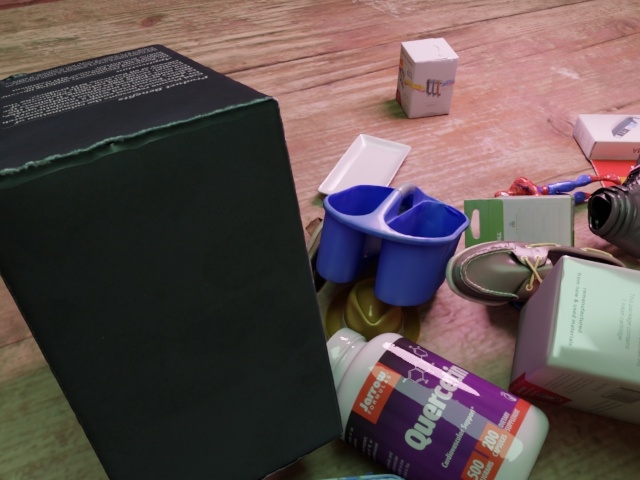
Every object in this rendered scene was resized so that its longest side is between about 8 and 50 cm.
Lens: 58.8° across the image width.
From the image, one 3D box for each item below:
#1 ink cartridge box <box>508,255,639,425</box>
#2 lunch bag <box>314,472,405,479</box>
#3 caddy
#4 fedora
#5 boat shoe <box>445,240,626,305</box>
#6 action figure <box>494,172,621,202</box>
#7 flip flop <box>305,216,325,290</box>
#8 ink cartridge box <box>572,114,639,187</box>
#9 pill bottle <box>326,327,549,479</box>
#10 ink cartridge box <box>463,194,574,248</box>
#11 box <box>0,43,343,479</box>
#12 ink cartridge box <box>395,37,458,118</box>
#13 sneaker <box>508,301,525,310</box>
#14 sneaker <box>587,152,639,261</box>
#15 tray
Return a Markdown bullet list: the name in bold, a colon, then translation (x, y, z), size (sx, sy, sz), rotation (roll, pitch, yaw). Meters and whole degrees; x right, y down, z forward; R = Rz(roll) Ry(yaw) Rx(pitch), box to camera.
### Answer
- **ink cartridge box**: translation (0.502, 0.177, 0.822), size (0.385, 0.279, 0.160), rotation (12, 69, 12)
- **lunch bag**: translation (0.028, 0.402, 0.740), size (0.219, 0.090, 0.176), rotation (-5, 44, -5)
- **caddy**: translation (0.138, -0.022, 1.056), size (0.241, 0.179, 0.341), rotation (19, 20, 20)
- **fedora**: translation (0.097, 0.130, 1.038), size (0.194, 0.079, 0.194), rotation (0, 44, 0)
- **boat shoe**: translation (0.381, 0.056, 0.998), size (0.324, 0.097, 0.116), rotation (3, 82, -17)
- **action figure**: translation (0.534, -0.088, 1.258), size (0.280, 0.091, 0.139), rotation (-3, 34, -3)
- **flip flop**: translation (0.000, 0.000, 1.171), size (0.080, 0.112, 0.277), rotation (8, 47, 30)
- **ink cartridge box**: translation (0.827, -0.224, 1.426), size (0.296, 0.066, 0.261), rotation (1, 42, 1)
- **pill bottle**: translation (0.146, 0.255, 0.830), size (0.323, 0.181, 0.181), rotation (25, 49, 24)
- **ink cartridge box**: translation (0.407, -0.036, 1.167), size (0.209, 0.109, 0.062), rotation (1, 8, 30)
- **box**: translation (-0.231, 0.023, 0.783), size (0.297, 0.479, 0.472), rotation (-21, 32, -18)
- **ink cartridge box**: translation (0.294, -0.455, 1.589), size (0.127, 0.176, 0.128), rotation (-8, 44, -9)
- **sneaker**: translation (0.427, 0.085, 1.101), size (0.217, 0.079, 0.121), rotation (9, 63, -5)
- **sneaker**: translation (0.656, -0.110, 1.202), size (0.147, 0.104, 0.295), rotation (22, 68, -5)
- **tray**: translation (0.113, -0.169, 1.392), size (0.145, 0.030, 0.270), rotation (17, 46, 19)
